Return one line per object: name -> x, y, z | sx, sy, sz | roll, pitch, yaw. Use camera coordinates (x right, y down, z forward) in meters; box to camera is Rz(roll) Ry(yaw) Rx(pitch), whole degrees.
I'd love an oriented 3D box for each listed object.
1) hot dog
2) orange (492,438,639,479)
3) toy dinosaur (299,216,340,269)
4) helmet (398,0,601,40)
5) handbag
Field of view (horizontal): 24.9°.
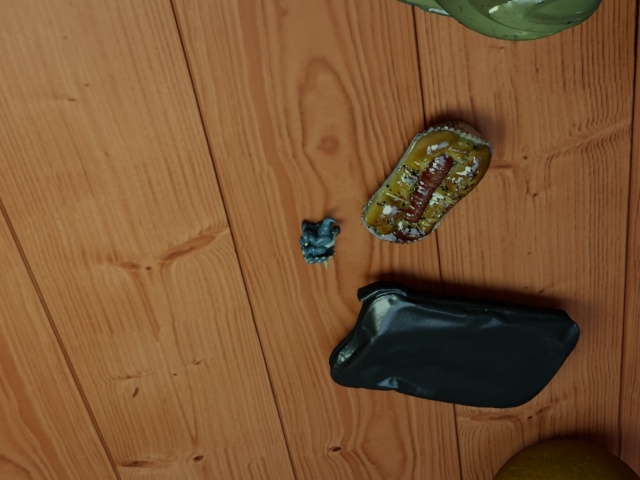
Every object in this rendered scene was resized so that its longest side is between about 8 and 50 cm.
hot dog -> 0.128, -0.066, 1.723 | 0.108, 0.059, 0.191 | 18, 132, -24
orange -> 0.371, 0.429, 2.167 | 0.274, 0.274, 0.274 | -7, 138, -6
toy dinosaur -> 0.000, 0.000, 1.779 | 0.047, 0.030, 0.083 | -5, 138, -10
helmet -> 0.194, -0.270, 1.457 | 0.258, 0.137, 0.204 | -9, 138, -4
handbag -> 0.172, 0.141, 1.942 | 0.332, 0.075, 0.191 | 11, 133, -23
